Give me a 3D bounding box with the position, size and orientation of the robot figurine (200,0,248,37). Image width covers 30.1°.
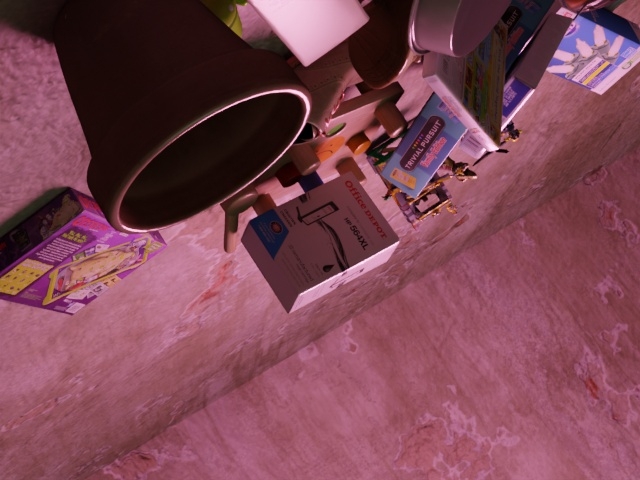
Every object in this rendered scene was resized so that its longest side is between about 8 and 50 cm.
[{"bbox_3d":[-0.131,-0.265,1.435,0.101,0.067,0.115,-60,169,-12],"label":"robot figurine"}]

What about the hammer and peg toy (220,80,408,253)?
[{"bbox_3d":[-0.051,-0.128,1.925,0.361,0.127,0.266,-25,165,-30],"label":"hammer and peg toy"}]

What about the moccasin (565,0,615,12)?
[{"bbox_3d":[0.538,-0.527,1.938,0.380,0.147,0.139,-45,176,25],"label":"moccasin"}]

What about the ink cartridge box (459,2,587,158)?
[{"bbox_3d":[0.329,-0.270,1.952,0.224,0.045,0.223,-55,180,-32],"label":"ink cartridge box"}]

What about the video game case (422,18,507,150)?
[{"bbox_3d":[0.214,-0.276,1.735,0.026,0.227,0.206,-11,147,32],"label":"video game case"}]

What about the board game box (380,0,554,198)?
[{"bbox_3d":[0.246,-0.261,1.981,0.336,0.079,0.254,-54,178,-35],"label":"board game box"}]

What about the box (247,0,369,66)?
[{"bbox_3d":[-0.032,-0.313,1.443,0.113,0.094,0.275,-35,166,5],"label":"box"}]

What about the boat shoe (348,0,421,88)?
[{"bbox_3d":[0.120,-0.306,1.589,0.089,0.105,0.285,-33,168,-31],"label":"boat shoe"}]

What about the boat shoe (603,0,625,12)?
[{"bbox_3d":[0.511,-0.453,2.226,0.227,0.079,0.081,-41,146,26],"label":"boat shoe"}]

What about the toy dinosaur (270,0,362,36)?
[{"bbox_3d":[0.023,-0.318,1.625,0.183,0.053,0.092,-31,166,-13],"label":"toy dinosaur"}]

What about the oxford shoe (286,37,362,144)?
[{"bbox_3d":[-0.016,-0.204,1.746,0.348,0.130,0.123,-27,164,-25],"label":"oxford shoe"}]

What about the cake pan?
[{"bbox_3d":[0.208,-0.354,1.493,0.293,0.054,0.293,-52,163,-23],"label":"cake pan"}]

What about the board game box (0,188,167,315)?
[{"bbox_3d":[-0.387,0.026,1.854,0.208,0.056,0.347,-31,166,6],"label":"board game box"}]

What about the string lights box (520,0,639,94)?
[{"bbox_3d":[0.467,-0.369,2.184,0.259,0.077,0.133,13,136,-38],"label":"string lights box"}]

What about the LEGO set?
[{"bbox_3d":[0.252,-0.143,2.267,0.331,0.192,0.255,-35,-169,-11],"label":"LEGO set"}]

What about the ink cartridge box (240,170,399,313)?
[{"bbox_3d":[0.000,0.000,1.894,0.203,0.148,0.086,-28,164,-24],"label":"ink cartridge box"}]

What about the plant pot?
[{"bbox_3d":[-0.175,-0.172,1.316,0.263,0.229,0.263,-31,164,-10],"label":"plant pot"}]
